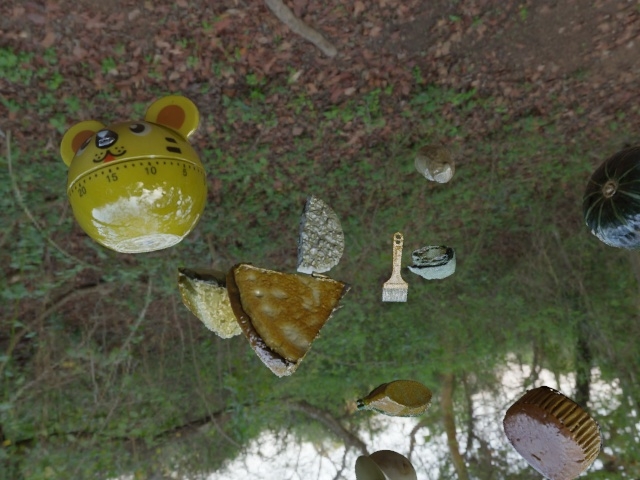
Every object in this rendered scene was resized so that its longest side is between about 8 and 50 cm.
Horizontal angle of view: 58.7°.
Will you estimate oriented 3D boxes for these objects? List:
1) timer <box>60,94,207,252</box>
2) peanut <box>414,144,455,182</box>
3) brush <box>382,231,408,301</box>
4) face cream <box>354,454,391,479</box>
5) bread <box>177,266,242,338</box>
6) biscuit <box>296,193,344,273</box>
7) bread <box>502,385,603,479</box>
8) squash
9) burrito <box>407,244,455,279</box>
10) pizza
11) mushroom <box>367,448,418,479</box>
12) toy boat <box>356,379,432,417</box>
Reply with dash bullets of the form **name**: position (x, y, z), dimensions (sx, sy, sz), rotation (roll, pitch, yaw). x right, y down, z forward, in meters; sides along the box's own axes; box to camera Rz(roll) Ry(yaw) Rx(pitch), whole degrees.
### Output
- **timer**: position (-0.469, -0.172, 1.439), dimensions (0.376, 0.386, 0.376), rotation (-14, 166, -3)
- **peanut**: position (0.333, -0.224, 1.647), dimensions (0.086, 0.104, 0.228), rotation (-3, -168, -6)
- **brush**: position (0.291, 0.101, 2.187), dimensions (0.103, 0.272, 0.013), rotation (2, -176, -12)
- **face cream**: position (0.197, 0.740, 1.594), dimensions (0.081, 0.173, 0.348), rotation (-31, 134, 1)
- **bread**: position (-0.270, 0.159, 1.528), dimensions (0.262, 0.162, 0.204), rotation (24, -179, -32)
- **biscuit**: position (0.000, 0.000, 1.858), dimensions (0.179, 0.281, 0.084), rotation (27, 144, -25)
- **bread**: position (0.506, 0.431, 1.261), dimensions (0.104, 0.199, 0.199), rotation (-22, 177, -37)
- **squash**: position (0.758, -0.102, 1.377), dimensions (0.165, 0.252, 0.252), rotation (16, 160, -14)
- **burrito**: position (0.186, 0.038, 0.936), dimensions (0.074, 0.044, 0.118), rotation (-13, 165, 13)
- **pizza**: position (-0.087, 0.127, 1.247), dimensions (0.287, 0.251, 0.074), rotation (-46, 178, -44)
- **mushroom**: position (0.239, 0.881, 2.069), dimensions (0.207, 0.215, 0.207), rotation (22, -164, -7)
- **toy boat**: position (0.193, 0.379, 1.347), dimensions (0.230, 0.088, 0.088), rotation (10, 141, -31)
